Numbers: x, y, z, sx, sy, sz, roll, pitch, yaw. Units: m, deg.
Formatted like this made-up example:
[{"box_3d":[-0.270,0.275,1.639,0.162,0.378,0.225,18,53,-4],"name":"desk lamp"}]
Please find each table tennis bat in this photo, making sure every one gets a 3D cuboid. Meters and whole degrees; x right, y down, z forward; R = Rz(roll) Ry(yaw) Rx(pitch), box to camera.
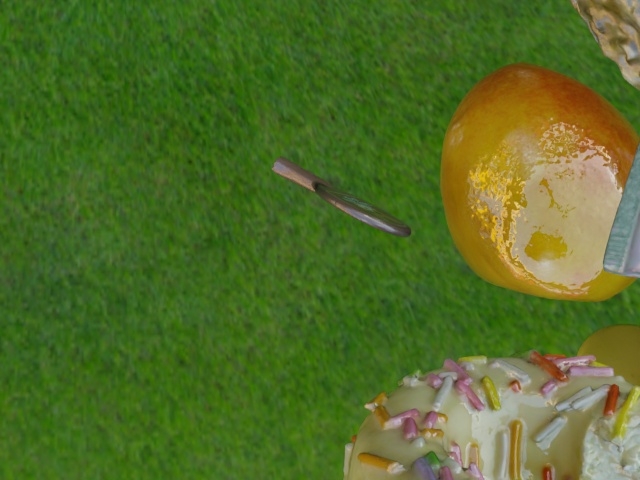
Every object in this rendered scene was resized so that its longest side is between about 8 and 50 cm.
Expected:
[{"box_3d":[0.000,0.000,1.306,0.119,0.170,0.107,-64,156,8],"name":"table tennis bat"}]

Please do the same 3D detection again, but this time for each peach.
[{"box_3d":[0.293,-0.078,1.590,0.289,0.289,0.308,-4,97,-8],"name":"peach"}]

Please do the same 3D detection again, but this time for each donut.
[{"box_3d":[0.184,0.229,1.252,0.371,0.307,0.150,-18,116,-28],"name":"donut"}]

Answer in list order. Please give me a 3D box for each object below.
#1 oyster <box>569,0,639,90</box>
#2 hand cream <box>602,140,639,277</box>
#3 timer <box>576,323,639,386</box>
[{"box_3d":[0.199,-0.152,0.663,0.128,0.078,0.345,-35,95,-5],"name":"oyster"},{"box_3d":[0.241,-0.004,0.480,0.079,0.275,0.050,-52,132,-25],"name":"hand cream"},{"box_3d":[0.584,0.218,1.664,0.376,0.387,0.376,-23,146,-17],"name":"timer"}]
